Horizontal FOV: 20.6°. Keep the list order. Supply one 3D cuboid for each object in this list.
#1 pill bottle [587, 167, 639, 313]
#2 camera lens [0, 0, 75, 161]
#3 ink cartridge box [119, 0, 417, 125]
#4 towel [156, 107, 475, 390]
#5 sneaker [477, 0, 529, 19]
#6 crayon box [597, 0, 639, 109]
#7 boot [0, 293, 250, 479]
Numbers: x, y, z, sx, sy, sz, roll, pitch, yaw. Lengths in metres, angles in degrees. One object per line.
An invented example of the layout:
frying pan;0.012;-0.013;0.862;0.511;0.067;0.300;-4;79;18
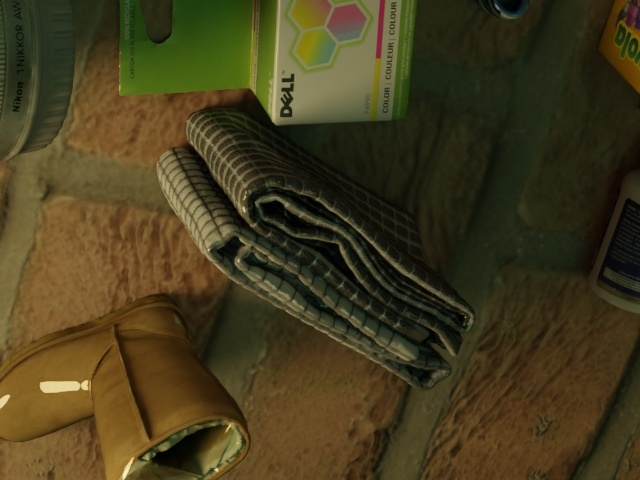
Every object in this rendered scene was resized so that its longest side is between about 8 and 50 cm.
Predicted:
pill bottle;0.343;-0.017;1.809;0.094;0.094;0.169;8;113;-20
camera lens;-0.364;-0.161;1.431;0.274;0.219;0.219;-7;118;-31
ink cartridge box;-0.048;-0.204;1.599;0.255;0.097;0.189;-4;116;-16
towel;0.000;0.000;1.637;0.283;0.235;0.121;32;97;-27
sneaker;0.172;-0.273;1.653;0.053;0.059;0.144;-15;118;-7
crayon box;0.360;-0.232;1.643;0.081;0.202;0.319;8;114;-19
boot;-0.200;0.165;1.633;0.236;0.269;0.089;-33;118;0
